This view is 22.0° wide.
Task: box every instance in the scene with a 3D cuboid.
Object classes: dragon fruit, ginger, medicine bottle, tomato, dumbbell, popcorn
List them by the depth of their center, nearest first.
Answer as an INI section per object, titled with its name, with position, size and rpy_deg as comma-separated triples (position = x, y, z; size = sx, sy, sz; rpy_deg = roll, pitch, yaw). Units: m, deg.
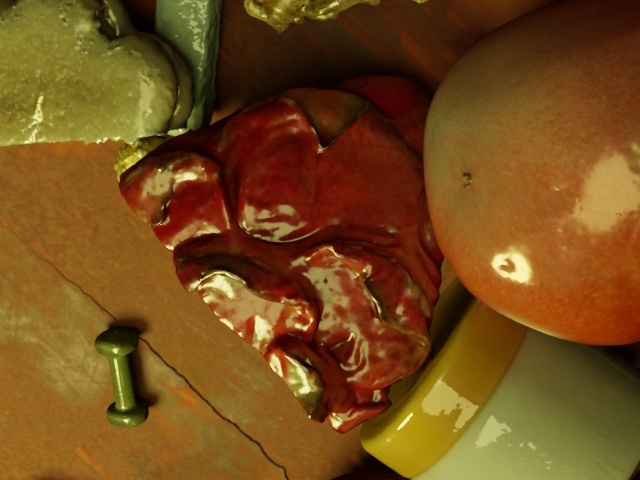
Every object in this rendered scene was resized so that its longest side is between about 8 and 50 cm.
[tomato]
position = 0.251, -0.074, 1.536
size = 0.273, 0.341, 0.341
rpy_deg = 8, 119, -21
[dragon fruit]
position = -0.006, -0.003, 1.615
size = 0.286, 0.329, 0.228
rpy_deg = -31, 147, 24
[ginger]
position = 0.010, -0.273, 1.670
size = 0.193, 0.052, 0.176
rpy_deg = 42, 116, 1
[medicine bottle]
position = 0.198, 0.179, 1.729
size = 0.232, 0.238, 0.238
rpy_deg = 35, 117, -7
[popcorn]
position = -0.185, -0.082, 1.796
size = 0.082, 0.057, 0.083
rpy_deg = -18, 112, 27
[dumbbell]
position = -0.232, 0.161, 1.923
size = 0.052, 0.046, 0.118
rpy_deg = 3, 115, 17

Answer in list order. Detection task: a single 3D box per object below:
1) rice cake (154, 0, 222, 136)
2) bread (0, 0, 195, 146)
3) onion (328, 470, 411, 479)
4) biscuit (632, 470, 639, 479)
[rice cake]
position = -0.139, -0.203, 1.725
size = 0.069, 0.063, 0.206
rpy_deg = 16, 117, 12
[bread]
position = -0.292, -0.184, 1.720
size = 0.337, 0.102, 0.183
rpy_deg = -2, 108, 28
[onion]
position = 0.116, 0.431, 1.854
size = 0.385, 0.348, 0.348
rpy_deg = 3, 120, -27
[biscuit]
position = 0.417, 0.237, 1.778
size = 0.073, 0.107, 0.388
rpy_deg = 30, 117, -2
